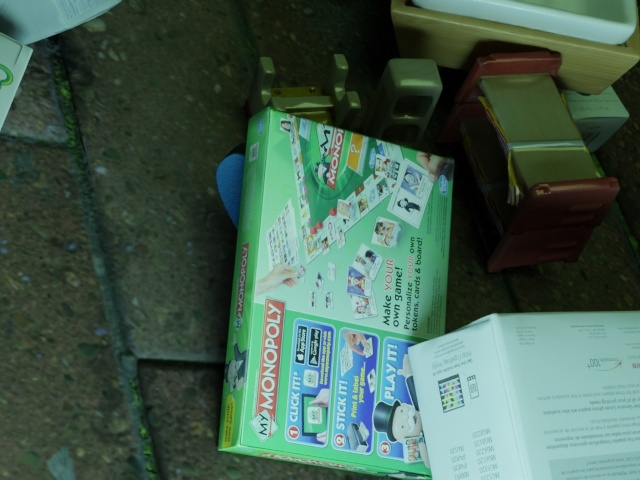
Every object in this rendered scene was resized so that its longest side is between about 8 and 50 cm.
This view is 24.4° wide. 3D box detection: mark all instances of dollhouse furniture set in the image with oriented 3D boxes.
[{"bbox_3d":[0.113,-0.082,1.625,0.374,0.152,0.201,-4,56,-19],"label":"dollhouse furniture set"}]

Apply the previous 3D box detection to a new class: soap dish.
[{"bbox_3d":[0.229,-0.290,1.764,0.290,0.118,0.229,10,43,-1],"label":"soap dish"}]

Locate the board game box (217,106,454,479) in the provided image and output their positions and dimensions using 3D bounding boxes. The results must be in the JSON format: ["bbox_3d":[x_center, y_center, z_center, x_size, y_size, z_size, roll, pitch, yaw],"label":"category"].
[{"bbox_3d":[0.020,0.053,1.386,0.213,0.046,0.317,14,72,-27],"label":"board game box"}]

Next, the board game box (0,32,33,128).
[{"bbox_3d":[-0.385,-0.106,1.300,0.193,0.053,0.305,26,43,-17],"label":"board game box"}]

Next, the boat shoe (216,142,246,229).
[{"bbox_3d":[0.000,0.000,1.480,0.258,0.109,0.089,50,47,-14],"label":"boat shoe"}]

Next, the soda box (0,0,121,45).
[{"bbox_3d":[-0.310,-0.337,1.437,0.091,0.098,0.286,-41,114,-49],"label":"soda box"}]

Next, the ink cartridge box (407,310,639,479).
[{"bbox_3d":[0.258,0.211,1.389,0.309,0.130,0.272,2,71,-37],"label":"ink cartridge box"}]

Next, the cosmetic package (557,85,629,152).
[{"bbox_3d":[0.283,-0.222,1.895,0.117,0.085,0.231,-6,60,-41],"label":"cosmetic package"}]
